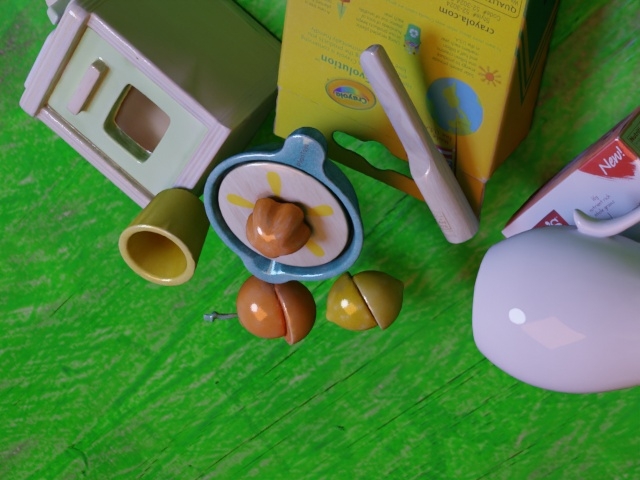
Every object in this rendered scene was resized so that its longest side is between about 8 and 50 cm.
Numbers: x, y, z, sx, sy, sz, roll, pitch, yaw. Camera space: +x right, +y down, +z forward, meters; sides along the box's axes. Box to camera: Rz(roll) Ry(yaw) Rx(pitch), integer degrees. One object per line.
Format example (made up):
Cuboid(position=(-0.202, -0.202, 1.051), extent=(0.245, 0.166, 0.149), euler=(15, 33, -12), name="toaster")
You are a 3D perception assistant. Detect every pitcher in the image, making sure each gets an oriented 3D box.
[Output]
Cuboid(position=(0.223, 0.030, 1.396), extent=(0.207, 0.125, 0.177), euler=(6, 106, 21), name="pitcher")

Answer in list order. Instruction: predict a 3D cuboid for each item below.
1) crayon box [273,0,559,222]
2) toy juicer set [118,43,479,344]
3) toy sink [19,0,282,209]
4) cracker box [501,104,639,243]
Cuboid(position=(0.076, -0.184, 1.453), extent=(0.202, 0.081, 0.318), euler=(26, 135, 18), name="crayon box")
Cuboid(position=(0.000, 0.000, 1.510), extent=(0.209, 0.089, 0.329), euler=(43, 135, -17), name="toy juicer set")
Cuboid(position=(-0.163, -0.153, 1.624), extent=(0.234, 0.131, 0.153), euler=(42, 138, 2), name="toy sink")
Cuboid(position=(0.276, 0.023, 1.474), extent=(0.232, 0.067, 0.156), euler=(45, 138, -1), name="cracker box")
